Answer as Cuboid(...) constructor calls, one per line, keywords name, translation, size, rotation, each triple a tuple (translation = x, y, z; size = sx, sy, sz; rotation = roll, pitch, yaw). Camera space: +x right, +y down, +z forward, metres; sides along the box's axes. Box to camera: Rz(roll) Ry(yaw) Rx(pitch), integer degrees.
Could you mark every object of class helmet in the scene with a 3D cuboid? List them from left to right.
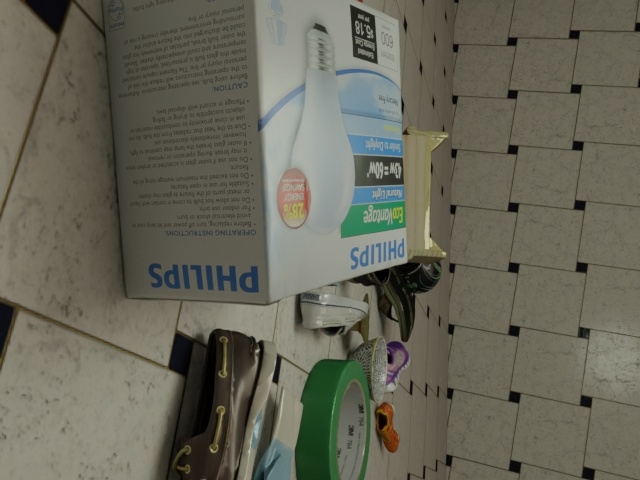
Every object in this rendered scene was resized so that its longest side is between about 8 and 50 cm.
Cuboid(name="helmet", translation=(0.328, 0.096, 2.140), size=(0.161, 0.170, 0.169), rotation=(44, 46, -42))

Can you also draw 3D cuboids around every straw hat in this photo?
Cuboid(name="straw hat", translation=(0.085, 0.197, 1.584), size=(0.144, 0.061, 0.144), rotation=(-178, -90, -89))

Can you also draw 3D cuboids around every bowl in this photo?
Cuboid(name="bowl", translation=(0.115, 0.328, 1.632), size=(0.170, 0.080, 0.170), rotation=(0, 90, -72))

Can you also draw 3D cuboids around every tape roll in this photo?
Cuboid(name="tape roll", translation=(0.036, 0.426, 1.410), size=(0.321, 0.077, 0.321), rotation=(0, 90, -71))

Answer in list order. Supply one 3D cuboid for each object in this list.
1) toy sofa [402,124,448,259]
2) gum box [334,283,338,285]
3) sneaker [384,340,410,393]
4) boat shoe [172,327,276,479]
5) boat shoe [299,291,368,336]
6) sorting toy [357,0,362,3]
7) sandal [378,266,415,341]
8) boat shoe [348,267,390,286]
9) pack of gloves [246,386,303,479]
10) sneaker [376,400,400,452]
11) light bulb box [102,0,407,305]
Cuboid(name="toy sofa", translation=(0.242, -0.117, 1.737), size=(0.150, 0.177, 0.362), rotation=(124, -32, -80))
Cuboid(name="gum box", translation=(0.000, 0.000, 1.377), size=(0.157, 0.041, 0.184), rotation=(28, 62, -68))
Cuboid(name="sneaker", translation=(0.199, 0.348, 1.872), size=(0.236, 0.095, 0.104), rotation=(-47, 125, -62))
Cuboid(name="boat shoe", translation=(-0.145, 0.277, 0.864), size=(0.116, 0.097, 0.324), rotation=(-43, -151, 58))
Cuboid(name="boat shoe", translation=(0.032, 0.166, 1.386), size=(0.267, 0.096, 0.088), rotation=(28, 67, -67))
Cuboid(name="sorting toy", translation=(0.023, -0.565, 1.398), size=(0.257, 0.090, 0.255), rotation=(56, 37, -57))
Cuboid(name="sandal", translation=(0.216, 0.170, 1.946), size=(0.120, 0.086, 0.302), rotation=(-47, 118, -56))
Cuboid(name="boat shoe", translation=(0.115, -0.049, 1.508), size=(0.132, 0.130, 0.355), rotation=(-34, 127, -37))
Cuboid(name="pack of gloves", translation=(-0.109, 0.344, 1.077), size=(0.195, 0.046, 0.232), rotation=(54, 35, -41))
Cuboid(name="sneaker", translation=(0.193, 0.565, 1.905), size=(0.067, 0.064, 0.175), rotation=(-33, 117, -45))
Cuboid(name="light bulb box", translation=(-0.062, -0.123, 0.835), size=(0.358, 0.225, 0.360), rotation=(-11, 99, -57))
